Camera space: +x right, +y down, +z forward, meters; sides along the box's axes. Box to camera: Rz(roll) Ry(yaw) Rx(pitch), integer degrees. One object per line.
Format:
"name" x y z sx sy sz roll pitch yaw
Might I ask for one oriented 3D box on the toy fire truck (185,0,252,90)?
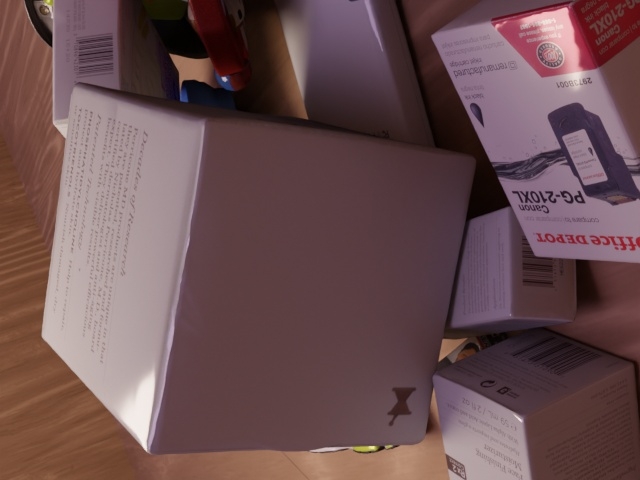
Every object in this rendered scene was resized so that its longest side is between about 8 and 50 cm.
"toy fire truck" -0.139 -0.340 1.364 0.302 0.169 0.254 -102 -5 -51

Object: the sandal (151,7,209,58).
"sandal" -0.240 -0.357 1.680 0.303 0.120 0.086 26 173 45

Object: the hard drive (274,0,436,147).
"hard drive" 0.042 -0.196 1.297 0.233 0.047 0.353 -1 107 63

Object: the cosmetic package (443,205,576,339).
"cosmetic package" 0.174 0.042 1.131 0.231 0.085 0.117 160 114 -65

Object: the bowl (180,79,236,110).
"bowl" -0.176 -0.057 1.632 0.391 0.077 0.391 178 90 -79

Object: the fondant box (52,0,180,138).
"fondant box" -0.279 -0.207 1.470 0.330 0.096 0.238 72 -168 -71

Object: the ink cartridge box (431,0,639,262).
"ink cartridge box" 0.225 -0.102 0.880 0.172 0.100 0.237 4 127 59

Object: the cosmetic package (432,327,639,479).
"cosmetic package" 0.232 0.214 1.095 0.151 0.151 0.183 19 125 58

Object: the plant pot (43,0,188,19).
"plant pot" -0.296 -0.481 1.519 0.207 0.228 0.227 -54 50 41

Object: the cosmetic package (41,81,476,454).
"cosmetic package" -0.091 0.018 1.177 0.394 0.329 0.327 23 105 57

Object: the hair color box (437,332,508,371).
"hair color box" 0.189 0.161 1.264 0.072 0.043 0.141 63 152 16

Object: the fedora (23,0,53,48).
"fedora" -0.406 -0.453 1.833 0.124 0.244 0.275 10 118 27

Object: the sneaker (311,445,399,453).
"sneaker" 0.049 0.248 1.548 0.300 0.111 0.121 -20 80 58
